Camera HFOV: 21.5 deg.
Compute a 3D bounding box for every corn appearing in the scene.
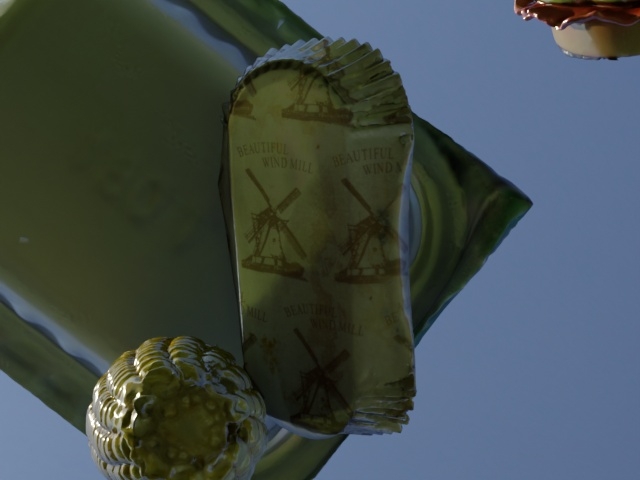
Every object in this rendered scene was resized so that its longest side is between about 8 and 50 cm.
[{"bbox_3d":[-0.060,0.078,0.724,0.080,0.231,0.080,1,-96,-8],"label":"corn"}]

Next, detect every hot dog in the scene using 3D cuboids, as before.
[{"bbox_3d":[0.000,0.000,0.795,0.108,0.059,0.191,7,-76,36],"label":"hot dog"}]

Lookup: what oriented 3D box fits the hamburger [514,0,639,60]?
[{"bbox_3d":[0.180,-0.189,0.946,0.175,0.137,0.175,-17,-155,8],"label":"hamburger"}]

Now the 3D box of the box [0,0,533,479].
[{"bbox_3d":[-0.086,-0.022,0.901,0.336,0.106,0.264,38,-92,-6],"label":"box"}]
